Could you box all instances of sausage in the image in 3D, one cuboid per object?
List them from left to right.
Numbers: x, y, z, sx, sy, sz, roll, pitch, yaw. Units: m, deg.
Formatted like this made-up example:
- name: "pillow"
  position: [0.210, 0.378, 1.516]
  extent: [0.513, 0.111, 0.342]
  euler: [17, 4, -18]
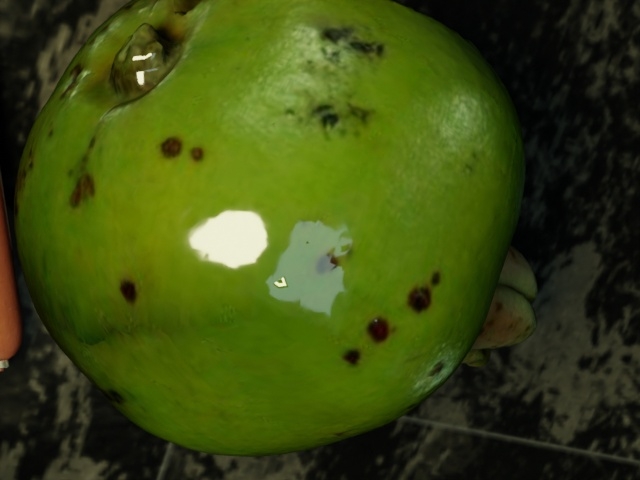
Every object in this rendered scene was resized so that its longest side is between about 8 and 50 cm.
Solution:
- name: "sausage"
  position: [-0.169, -0.036, 0.791]
  extent: [0.029, 0.029, 0.223]
  euler: [-10, 114, -15]

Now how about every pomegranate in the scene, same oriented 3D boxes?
- name: "pomegranate"
  position: [0.000, 0.000, 0.770]
  extent: [0.236, 0.236, 0.302]
  euler: [-50, 139, 5]
